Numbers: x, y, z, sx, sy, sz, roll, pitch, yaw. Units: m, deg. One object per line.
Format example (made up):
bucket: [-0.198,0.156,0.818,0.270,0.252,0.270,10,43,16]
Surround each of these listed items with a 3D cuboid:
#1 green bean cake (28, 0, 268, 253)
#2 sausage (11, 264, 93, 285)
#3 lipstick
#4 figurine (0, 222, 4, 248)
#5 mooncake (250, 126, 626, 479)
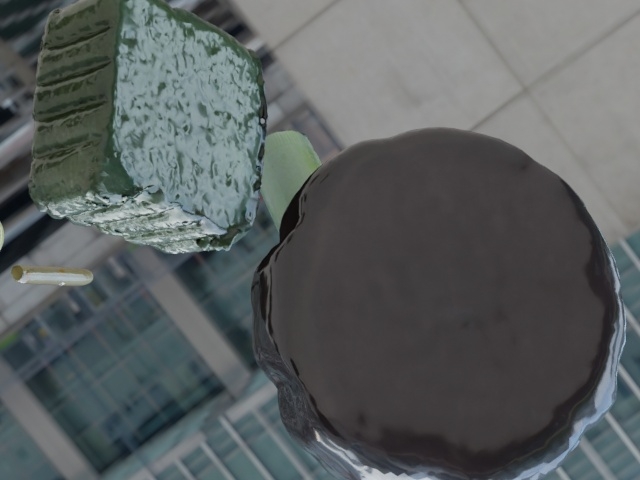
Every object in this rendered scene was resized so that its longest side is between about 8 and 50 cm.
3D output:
green bean cake: [-0.153,-0.102,1.311,0.125,0.223,0.227,-13,159,39]
sausage: [-0.325,0.043,1.723,0.024,0.024,0.132,-35,160,24]
lipstick: [0.000,0.000,1.428,0.076,0.076,0.304,-36,-136,11]
figurine: [-0.509,0.010,1.682,0.324,0.124,0.222,-8,-178,23]
mooncake: [0.084,0.061,1.062,0.283,0.283,0.141,-41,176,-23]
